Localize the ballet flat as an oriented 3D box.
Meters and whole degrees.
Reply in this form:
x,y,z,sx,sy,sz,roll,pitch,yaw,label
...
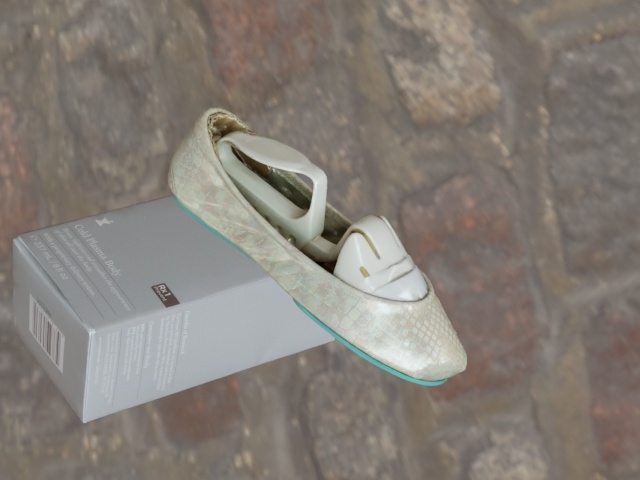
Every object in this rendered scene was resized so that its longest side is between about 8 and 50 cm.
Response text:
x,y,z,sx,sy,sz,roll,pitch,yaw,label
0.000,0.000,0.790,0.168,0.057,0.052,35,125,15,ballet flat

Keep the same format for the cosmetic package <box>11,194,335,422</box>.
x,y,z,sx,sy,sz,roll,pitch,yaw,label
-0.107,0.038,1.376,0.238,0.127,0.107,-20,137,-31,cosmetic package
